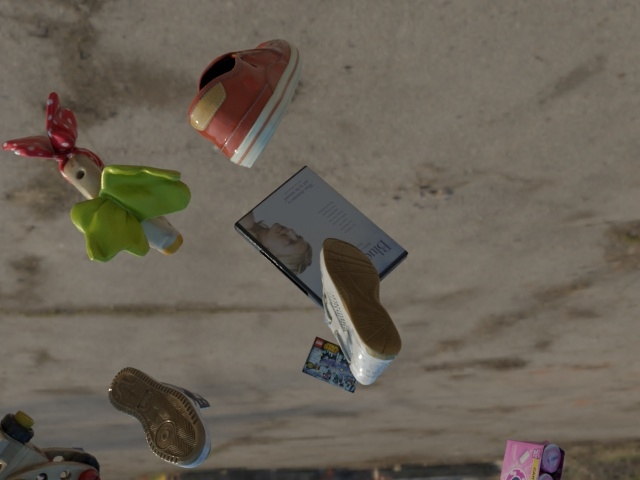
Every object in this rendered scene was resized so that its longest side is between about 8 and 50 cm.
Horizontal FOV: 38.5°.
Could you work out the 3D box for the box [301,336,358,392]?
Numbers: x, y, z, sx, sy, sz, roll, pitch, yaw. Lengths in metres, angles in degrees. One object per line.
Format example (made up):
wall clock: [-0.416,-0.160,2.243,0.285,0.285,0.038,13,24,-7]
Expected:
box: [0.034,0.299,2.207,0.137,0.094,0.027,22,171,1]

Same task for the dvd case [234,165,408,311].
dvd case: [0.000,0.000,1.586,0.180,0.253,0.022,-41,160,-22]

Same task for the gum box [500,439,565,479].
gum box: [0.410,0.485,1.803,0.062,0.188,0.107,19,166,-26]

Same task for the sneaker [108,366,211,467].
sneaker: [-0.227,0.305,1.519,0.153,0.099,0.282,38,171,-40]

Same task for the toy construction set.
toy construction set: [-0.519,0.425,1.487,0.257,0.309,0.237,-32,124,8]

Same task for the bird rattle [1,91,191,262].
bird rattle: [-0.276,-0.059,1.163,0.253,0.143,0.207,31,172,31]

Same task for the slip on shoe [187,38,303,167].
slip on shoe: [-0.093,-0.190,1.118,0.101,0.331,0.123,32,113,-11]

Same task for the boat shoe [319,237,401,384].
boat shoe: [0.042,0.107,1.430,0.098,0.277,0.096,12,125,-22]
